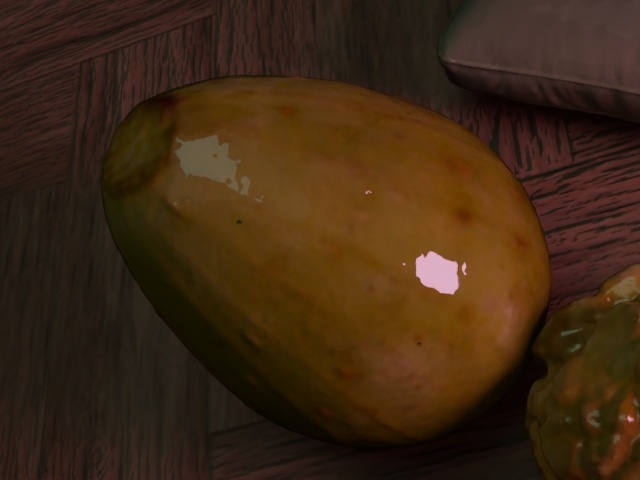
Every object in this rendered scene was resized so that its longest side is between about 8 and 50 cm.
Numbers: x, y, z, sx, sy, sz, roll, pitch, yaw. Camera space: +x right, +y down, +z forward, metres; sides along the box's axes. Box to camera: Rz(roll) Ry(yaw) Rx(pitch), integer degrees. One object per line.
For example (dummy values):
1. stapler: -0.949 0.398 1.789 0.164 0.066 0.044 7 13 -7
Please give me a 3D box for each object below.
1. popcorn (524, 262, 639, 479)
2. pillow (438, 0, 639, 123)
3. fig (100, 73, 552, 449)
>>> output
1. popcorn: 0.211 0.106 0.796 0.180 0.180 0.170 -9 11 22
2. pillow: 0.278 -0.204 1.006 0.322 0.120 0.255 19 68 36
3. fig: 0.000 0.000 0.882 0.258 0.326 0.258 -46 25 29
